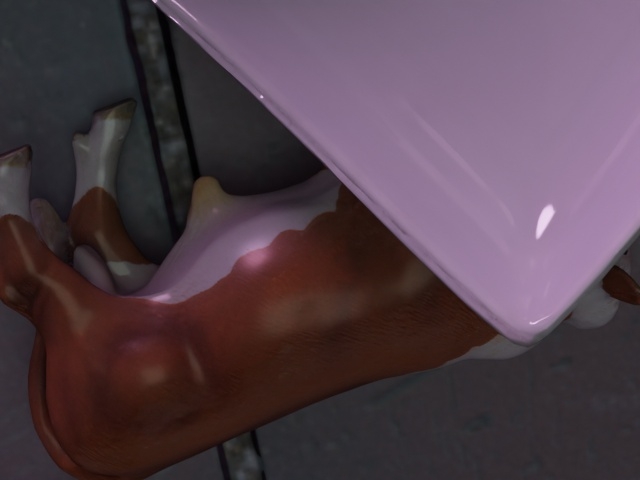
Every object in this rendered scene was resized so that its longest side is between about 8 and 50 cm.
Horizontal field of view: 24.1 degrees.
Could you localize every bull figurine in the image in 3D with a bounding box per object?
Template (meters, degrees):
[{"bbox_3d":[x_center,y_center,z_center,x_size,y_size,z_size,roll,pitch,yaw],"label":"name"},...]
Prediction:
[{"bbox_3d":[0.000,0.000,0.691,0.310,0.101,0.188,-24,100,-6],"label":"bull figurine"}]

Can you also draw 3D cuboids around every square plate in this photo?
[{"bbox_3d":[0.079,-0.194,0.597,0.344,0.049,0.347,44,97,23],"label":"square plate"}]
